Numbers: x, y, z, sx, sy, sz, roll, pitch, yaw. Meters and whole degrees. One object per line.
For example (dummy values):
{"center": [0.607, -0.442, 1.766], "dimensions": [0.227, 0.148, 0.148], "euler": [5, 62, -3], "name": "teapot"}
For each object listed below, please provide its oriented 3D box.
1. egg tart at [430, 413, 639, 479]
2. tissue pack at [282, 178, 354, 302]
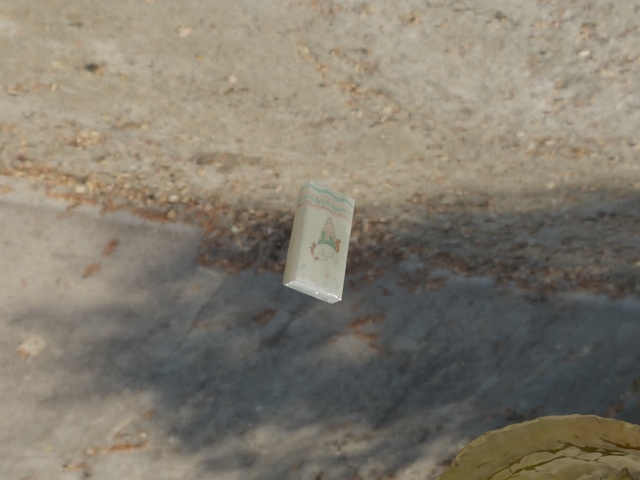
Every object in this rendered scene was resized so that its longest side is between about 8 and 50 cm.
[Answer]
{"center": [0.160, 0.206, 0.412], "dimensions": [0.290, 0.290, 0.115], "euler": [2, 143, -8], "name": "egg tart"}
{"center": [0.000, 0.000, 0.802], "dimensions": [0.056, 0.108, 0.023], "euler": [22, 151, -26], "name": "tissue pack"}
